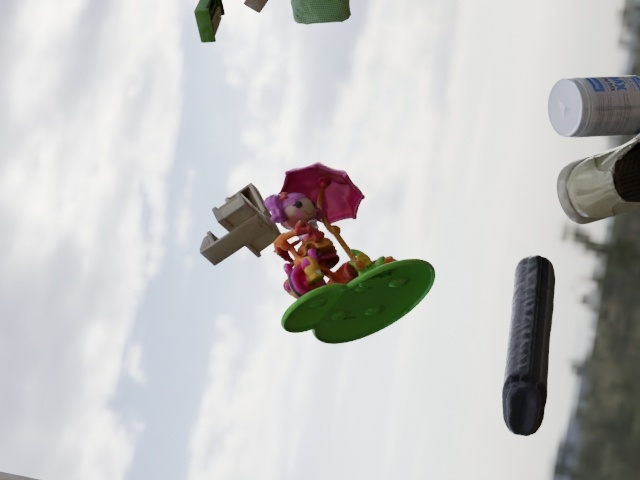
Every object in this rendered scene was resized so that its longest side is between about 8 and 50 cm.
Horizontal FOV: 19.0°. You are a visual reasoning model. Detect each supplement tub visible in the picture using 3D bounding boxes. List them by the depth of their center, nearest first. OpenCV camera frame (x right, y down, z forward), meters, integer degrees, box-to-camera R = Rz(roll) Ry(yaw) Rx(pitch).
[{"bbox_3d":[0.323,-0.154,2.197,0.071,0.107,0.071,12,104,59],"label":"supplement tub"}]

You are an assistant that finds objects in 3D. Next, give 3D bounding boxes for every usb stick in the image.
[{"bbox_3d":[0.213,0.103,1.955,0.278,0.045,0.077,-73,-12,-63],"label":"usb stick"}]

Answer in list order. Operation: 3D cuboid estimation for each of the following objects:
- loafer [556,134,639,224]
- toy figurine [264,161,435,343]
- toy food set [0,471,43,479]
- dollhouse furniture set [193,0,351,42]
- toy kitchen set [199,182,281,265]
[{"bbox_3d":[0.399,-0.085,2.213,0.092,0.268,0.102,0,112,62],"label":"loafer"},{"bbox_3d":[0.000,0.000,1.814,0.173,0.159,0.130,-6,-34,-41],"label":"toy figurine"},{"bbox_3d":[-0.415,0.348,2.189,0.071,0.128,0.218,78,-149,-66],"label":"toy food set"},{"bbox_3d":[-0.048,-0.239,1.930,0.058,0.152,0.076,-79,-18,-55],"label":"dollhouse furniture set"},{"bbox_3d":[-0.094,-0.024,1.883,0.083,0.068,0.075,44,-166,-53],"label":"toy kitchen set"}]
